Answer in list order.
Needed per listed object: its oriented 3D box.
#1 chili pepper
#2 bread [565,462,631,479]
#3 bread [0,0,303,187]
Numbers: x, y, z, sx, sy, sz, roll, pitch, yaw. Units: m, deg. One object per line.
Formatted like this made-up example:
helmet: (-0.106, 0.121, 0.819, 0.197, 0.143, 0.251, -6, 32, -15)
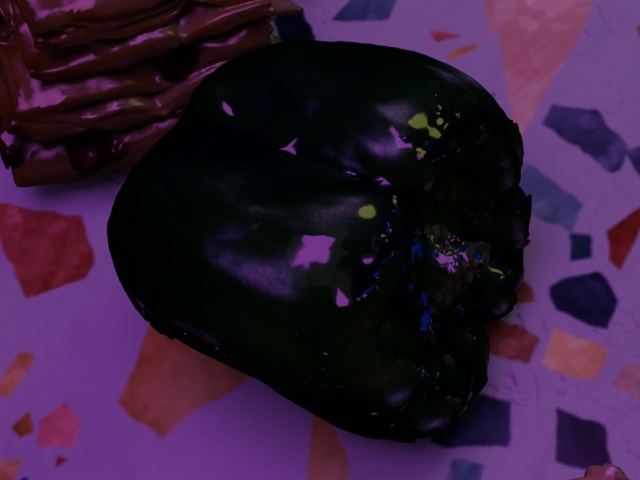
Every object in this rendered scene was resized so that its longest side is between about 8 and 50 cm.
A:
chili pepper: (0.000, 0.000, 1.121, 0.256, 0.233, 0.248, 20, 55, 31)
bread: (0.134, 0.280, 0.817, 0.165, 0.375, 0.237, -22, 64, -10)
bread: (-0.126, -0.243, 1.282, 0.370, 0.191, 0.314, -23, 61, 1)
